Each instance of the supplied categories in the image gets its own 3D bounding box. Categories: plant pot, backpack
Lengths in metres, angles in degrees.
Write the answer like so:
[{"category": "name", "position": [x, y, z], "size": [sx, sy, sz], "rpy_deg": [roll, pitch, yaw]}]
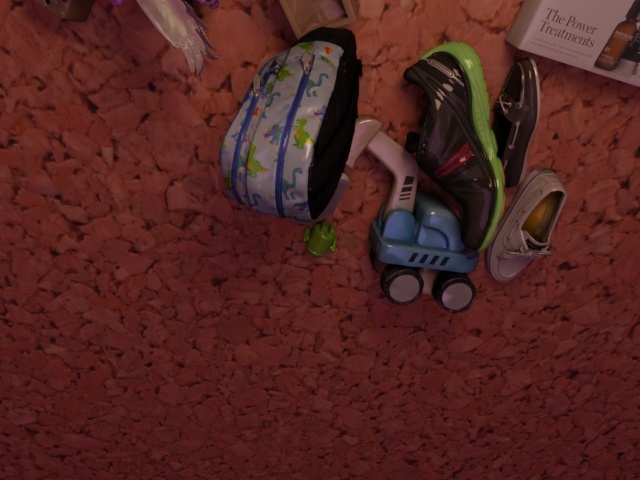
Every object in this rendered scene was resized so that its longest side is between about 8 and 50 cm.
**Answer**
[{"category": "plant pot", "position": [-0.516, -0.505, 0.995], "size": [0.109, 0.096, 0.109], "rpy_deg": [30, 118, -22]}, {"category": "backpack", "position": [-0.046, -0.201, 0.980], "size": [0.273, 0.356, 0.290], "rpy_deg": [2, 146, -3]}]

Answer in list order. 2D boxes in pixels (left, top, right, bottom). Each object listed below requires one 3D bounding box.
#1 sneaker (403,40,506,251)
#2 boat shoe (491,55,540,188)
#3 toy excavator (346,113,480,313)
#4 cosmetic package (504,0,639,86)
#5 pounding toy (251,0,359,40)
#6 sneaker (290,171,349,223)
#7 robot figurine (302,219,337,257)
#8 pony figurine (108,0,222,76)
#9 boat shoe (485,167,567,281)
[{"category": "sneaker", "position": [0.310, -0.204, 1.177], "size": [0.202, 0.185, 0.483], "rpy_deg": [-13, 101, 14]}, {"category": "boat shoe", "position": [0.453, -0.267, 1.208], "size": [0.095, 0.112, 0.335], "rpy_deg": [-10, 129, -1]}, {"category": "toy excavator", "position": [0.228, -0.075, 1.305], "size": [0.432, 0.222, 0.446], "rpy_deg": [8, 111, -8]}, {"category": "cosmetic package", "position": [0.635, -0.504, 1.059], "size": [0.377, 0.097, 0.285], "rpy_deg": [12, 121, -11]}, {"category": "pounding toy", "position": [-0.046, -0.507, 0.963], "size": [0.181, 0.094, 0.206], "rpy_deg": [-10, 133, 23]}, {"category": "sneaker", "position": [-0.016, -0.150, 1.283], "size": [0.104, 0.147, 0.296], "rpy_deg": [-5, 159, -23]}, {"category": "robot figurine", "position": [0.000, 0.000, 1.402], "size": [0.101, 0.067, 0.115], "rpy_deg": [19, 123, -15]}, {"category": "pony figurine", "position": [-0.280, -0.515, 0.921], "size": [0.363, 0.303, 0.351], "rpy_deg": [-44, 109, 9]}, {"category": "boat shoe", "position": [0.575, -0.004, 1.374], "size": [0.135, 0.156, 0.367], "rpy_deg": [10, 124, -9]}]
